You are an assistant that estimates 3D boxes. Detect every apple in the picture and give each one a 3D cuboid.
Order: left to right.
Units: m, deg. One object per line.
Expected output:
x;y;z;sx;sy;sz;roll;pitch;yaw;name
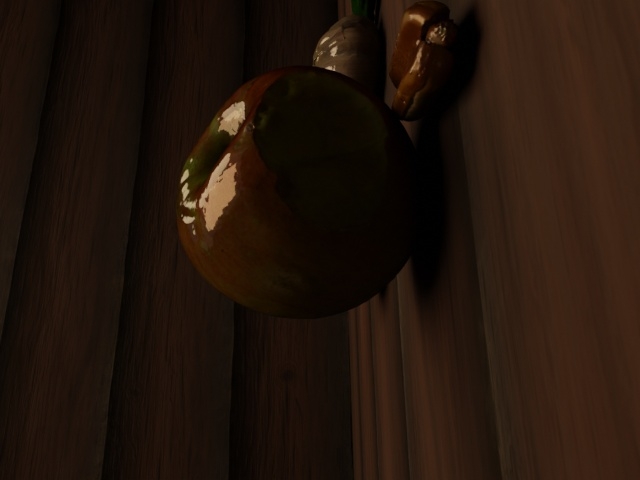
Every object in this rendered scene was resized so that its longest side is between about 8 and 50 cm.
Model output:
-0.022;-0.057;0.794;0.339;0.340;0.339;179;90;-89;apple

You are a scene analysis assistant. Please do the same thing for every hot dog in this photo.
0.111;-0.186;0.626;0.235;0.062;0.092;-58;-33;-87;hot dog

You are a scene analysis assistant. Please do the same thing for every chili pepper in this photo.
0.091;-0.555;1.255;0.257;0.074;0.100;89;180;-60;chili pepper

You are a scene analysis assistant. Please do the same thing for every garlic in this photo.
0.056;-0.370;1.273;0.228;0.152;0.228;5;-90;-87;garlic
